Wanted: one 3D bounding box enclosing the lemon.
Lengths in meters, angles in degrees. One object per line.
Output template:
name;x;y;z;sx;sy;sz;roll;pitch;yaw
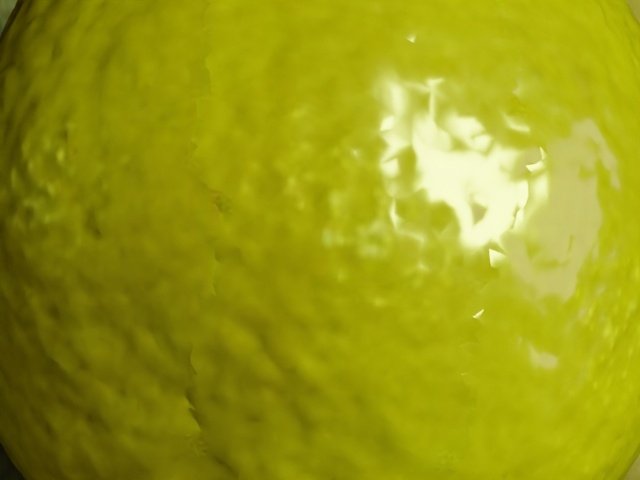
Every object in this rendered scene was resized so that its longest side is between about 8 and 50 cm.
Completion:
lemon;0.000;0.000;0.446;0.187;0.187;0.244;52;35;-57

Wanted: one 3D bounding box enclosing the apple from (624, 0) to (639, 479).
apple;0.158;-0.071;0.691;0.346;0.391;0.391;-106;177;-59
